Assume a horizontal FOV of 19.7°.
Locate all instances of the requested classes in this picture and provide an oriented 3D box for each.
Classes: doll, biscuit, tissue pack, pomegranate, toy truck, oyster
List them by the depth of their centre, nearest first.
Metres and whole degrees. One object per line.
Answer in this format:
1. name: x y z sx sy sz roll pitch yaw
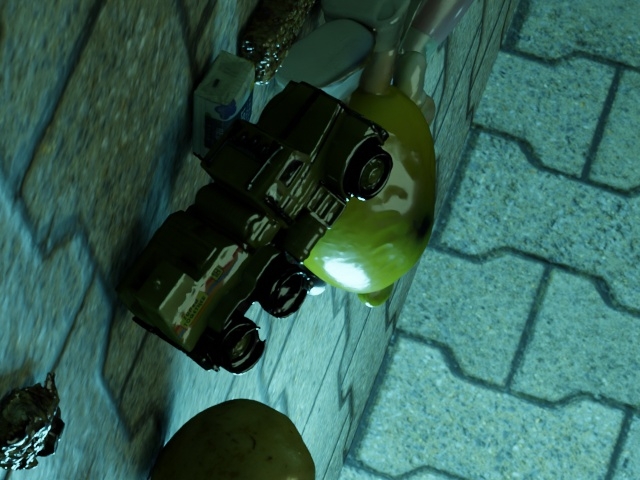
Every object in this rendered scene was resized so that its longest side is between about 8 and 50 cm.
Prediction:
1. oyster: -0.217 0.145 1.361 0.132 0.029 0.086 -57 163 -64
2. toy truck: -0.061 -0.024 1.555 0.257 0.127 0.127 -51 144 -11
3. tissue pack: -0.084 -0.114 1.598 0.083 0.042 0.062 98 13 -52
4. biscuit: -0.029 -0.226 1.734 0.064 0.034 0.199 100 13 -49
5. pomegranate: -0.084 0.256 1.910 0.196 0.196 0.196 19 90 -81
6. doll: 0.025 -0.087 2.010 0.348 0.161 0.423 -17 130 -51

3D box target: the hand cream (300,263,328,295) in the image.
1. hand cream: 0.000 0.000 2.341 0.186 0.054 0.087 -71 169 -47

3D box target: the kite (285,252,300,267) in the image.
1. kite: -0.049 0.030 1.940 0.090 0.004 0.122 20 111 -48

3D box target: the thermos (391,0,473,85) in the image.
1. thermos: 0.117 -0.305 2.140 0.176 0.146 0.265 75 40 -85
